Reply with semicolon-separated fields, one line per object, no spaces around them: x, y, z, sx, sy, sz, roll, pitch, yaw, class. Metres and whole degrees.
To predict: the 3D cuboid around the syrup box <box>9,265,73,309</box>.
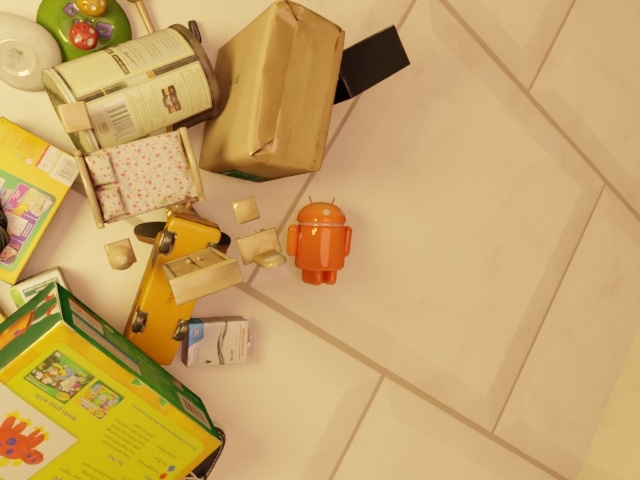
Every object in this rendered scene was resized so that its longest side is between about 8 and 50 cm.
-0.528;0.180;1.063;0.093;0.096;0.237;-24;103;-22;syrup box

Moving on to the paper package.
-0.116;-0.289;1.116;0.168;0.324;0.310;12;86;-30;paper package

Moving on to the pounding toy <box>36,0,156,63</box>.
-0.444;-0.443;1.059;0.236;0.110;0.183;-24;104;-24;pounding toy

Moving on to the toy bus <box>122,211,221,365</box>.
-0.314;0.099;1.093;0.108;0.130;0.333;17;105;-24;toy bus

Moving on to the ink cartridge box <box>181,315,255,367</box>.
-0.231;0.236;1.241;0.180;0.060;0.104;1;92;-28;ink cartridge box

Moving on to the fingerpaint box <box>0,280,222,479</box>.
-0.473;0.358;0.977;0.371;0.163;0.445;-42;127;-8;fingerpaint box

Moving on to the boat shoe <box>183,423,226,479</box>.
-0.319;0.563;1.198;0.114;0.091;0.303;44;74;-23;boat shoe

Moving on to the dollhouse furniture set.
-0.239;-0.092;0.904;0.303;0.173;0.356;-19;104;-20;dollhouse furniture set

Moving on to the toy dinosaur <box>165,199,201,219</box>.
-0.302;-0.074;1.184;0.183;0.053;0.093;27;79;-2;toy dinosaur

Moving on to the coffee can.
-0.370;-0.290;1.047;0.275;0.201;0.202;-31;107;-25;coffee can

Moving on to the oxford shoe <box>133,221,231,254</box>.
-0.314;0.011;1.183;0.212;0.076;0.076;13;125;-17;oxford shoe

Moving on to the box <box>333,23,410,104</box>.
0.054;-0.392;1.236;0.184;0.261;0.103;-37;109;-20;box

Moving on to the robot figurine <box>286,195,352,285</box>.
-0.001;0.000;1.308;0.157;0.128;0.220;3;92;4;robot figurine

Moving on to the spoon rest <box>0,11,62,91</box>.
-0.628;-0.387;0.980;0.276;0.084;0.137;28;109;-32;spoon rest

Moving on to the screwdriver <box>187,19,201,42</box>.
-0.271;-0.416;1.199;0.024;0.025;0.170;-20;102;-25;screwdriver

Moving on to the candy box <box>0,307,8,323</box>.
-0.677;0.153;1.008;0.109;0.053;0.187;-35;109;-21;candy box

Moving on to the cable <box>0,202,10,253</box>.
-0.641;-0.038;0.925;0.150;0.047;0.185;-12;98;-25;cable

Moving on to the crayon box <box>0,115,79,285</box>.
-0.604;-0.074;1.015;0.165;0.081;0.279;31;79;-25;crayon box
